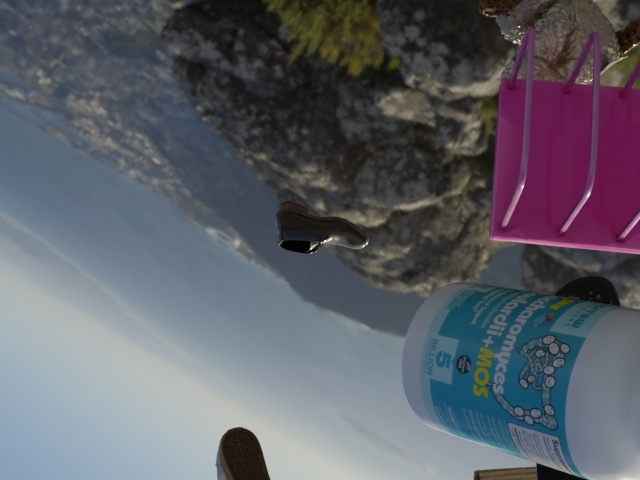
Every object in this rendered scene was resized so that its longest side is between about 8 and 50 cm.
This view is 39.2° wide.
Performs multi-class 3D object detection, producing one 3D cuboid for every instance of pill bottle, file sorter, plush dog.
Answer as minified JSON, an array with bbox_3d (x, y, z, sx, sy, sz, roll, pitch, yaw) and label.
[{"bbox_3d":[0.208,0.121,0.772,0.264,0.146,0.146,7,154,47],"label":"pill bottle"},{"bbox_3d":[0.349,-0.108,0.984,0.291,0.202,0.182,6,164,4],"label":"file sorter"},{"bbox_3d":[0.339,-0.333,1.343,0.225,0.211,0.262,51,-153,-2],"label":"plush dog"}]

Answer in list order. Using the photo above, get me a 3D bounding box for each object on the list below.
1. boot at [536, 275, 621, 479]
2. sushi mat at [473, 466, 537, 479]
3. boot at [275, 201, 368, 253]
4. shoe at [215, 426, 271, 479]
[{"bbox_3d":[0.317,0.208,0.961,0.096,0.264,0.280,-15,142,27],"label":"boot"},{"bbox_3d":[0.300,0.364,1.147,0.317,0.151,0.019,10,165,-41],"label":"sushi mat"},{"bbox_3d":[0.000,0.000,1.965,0.219,0.106,0.082,18,137,-12],"label":"boot"},{"bbox_3d":[-0.084,0.344,1.117,0.077,0.219,0.058,-2,150,-25],"label":"shoe"}]
